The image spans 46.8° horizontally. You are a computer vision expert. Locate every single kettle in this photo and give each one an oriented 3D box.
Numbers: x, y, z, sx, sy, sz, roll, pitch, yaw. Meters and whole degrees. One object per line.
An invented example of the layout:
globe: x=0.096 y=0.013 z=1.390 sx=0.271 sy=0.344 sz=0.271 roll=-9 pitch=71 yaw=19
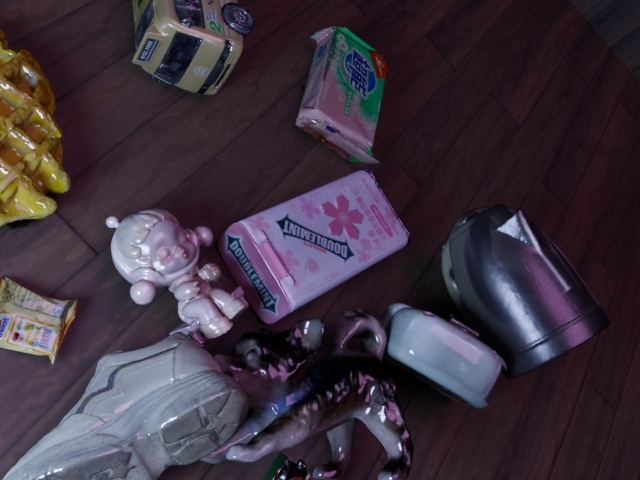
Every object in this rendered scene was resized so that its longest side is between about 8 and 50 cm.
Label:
kettle: x=0.365 y=0.092 z=1.484 sx=0.228 sy=0.321 sz=0.324 roll=-24 pitch=78 yaw=-26

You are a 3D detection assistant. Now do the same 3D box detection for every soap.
soap: x=0.053 y=-0.316 z=1.616 sx=0.218 sy=0.098 sz=0.273 roll=32 pitch=53 yaw=-27

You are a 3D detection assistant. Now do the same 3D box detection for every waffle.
waffle: x=-0.569 y=-0.180 z=1.090 sx=0.380 sy=0.095 sz=0.382 roll=-9 pitch=70 yaw=-37

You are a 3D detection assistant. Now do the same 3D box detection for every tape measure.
tape measure: x=0.230 y=0.212 z=1.378 sx=0.243 sy=0.246 sz=0.125 roll=31 pitch=79 yaw=-14

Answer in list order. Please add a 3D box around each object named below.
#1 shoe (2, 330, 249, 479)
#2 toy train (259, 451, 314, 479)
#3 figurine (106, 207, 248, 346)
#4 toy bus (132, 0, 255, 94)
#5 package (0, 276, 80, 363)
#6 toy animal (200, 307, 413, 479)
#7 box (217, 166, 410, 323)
shoe: x=-0.287 y=0.250 z=1.043 sx=0.342 sy=0.132 sz=0.210 roll=-26 pitch=40 yaw=-14
toy train: x=-0.103 y=0.410 z=1.044 sx=0.249 sy=0.053 sz=0.085 roll=-48 pitch=132 yaw=-4
figurine: x=-0.236 y=0.044 z=1.194 sx=0.182 sy=0.144 sz=0.256 roll=-38 pitch=95 yaw=-22
toy bus: x=-0.262 y=-0.470 z=1.415 sx=0.202 sy=0.177 sz=0.365 roll=5 pitch=61 yaw=-31
package: x=-0.424 y=0.117 z=1.075 sx=0.121 sy=0.031 sz=0.108 roll=21 pitch=55 yaw=-21
toy animal: x=-0.026 y=0.230 z=1.212 sx=0.344 sy=0.194 sz=0.302 roll=21 pitch=62 yaw=-30
box: x=0.000 y=0.000 z=1.404 sx=0.370 sy=0.112 sz=0.190 roll=-25 pitch=83 yaw=-44
